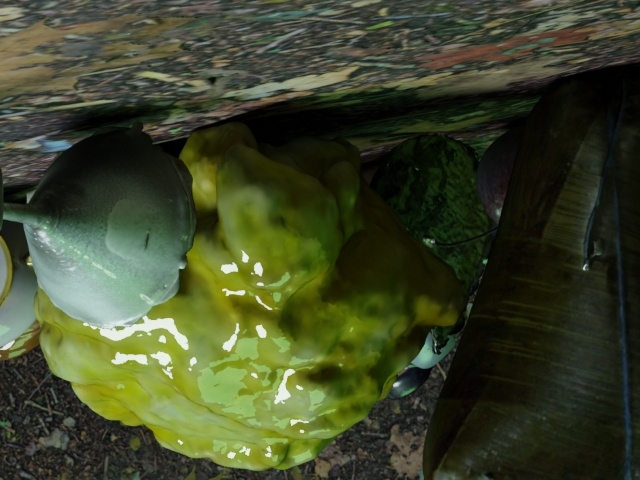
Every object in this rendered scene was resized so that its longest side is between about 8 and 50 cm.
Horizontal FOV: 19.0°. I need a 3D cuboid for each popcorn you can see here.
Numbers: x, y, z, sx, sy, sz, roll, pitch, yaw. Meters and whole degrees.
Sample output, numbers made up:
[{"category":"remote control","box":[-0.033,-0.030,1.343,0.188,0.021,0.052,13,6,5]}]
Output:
[{"category":"popcorn","box":[-0.079,0.049,1.605,0.334,0.293,0.292,-29,169,23]}]

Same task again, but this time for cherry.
[{"category":"cherry","box":[0.200,-0.060,1.806,0.148,0.115,0.188,-7,178,36]}]

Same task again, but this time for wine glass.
[{"category":"wine glass","box":[-0.203,-0.018,1.315,0.156,0.156,0.232,-12,170,25]}]

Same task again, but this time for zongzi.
[{"category":"zongzi","box":[0.335,0.083,1.584,0.432,0.403,0.208,15,175,11]}]

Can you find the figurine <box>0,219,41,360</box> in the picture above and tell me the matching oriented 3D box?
[{"category":"figurine","box":[-0.302,0.038,1.772,0.189,0.142,0.263,-7,174,4]}]

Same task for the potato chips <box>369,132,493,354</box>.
[{"category":"potato chips","box":[0.098,-0.006,1.810,0.029,0.202,0.220,10,168,37]}]

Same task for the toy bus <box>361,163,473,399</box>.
[{"category":"toy bus","box":[0.044,0.028,1.987,0.287,0.194,0.232,-12,-150,53]}]

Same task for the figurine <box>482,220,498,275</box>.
[{"category":"figurine","box":[0.248,-0.023,2.327,0.265,0.140,0.193,7,-173,-20]}]
